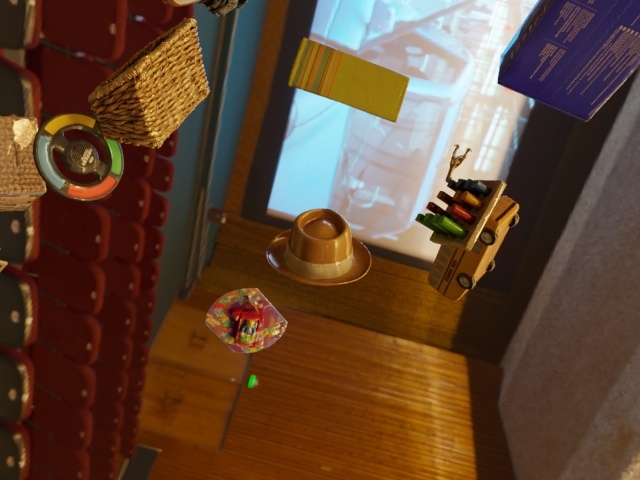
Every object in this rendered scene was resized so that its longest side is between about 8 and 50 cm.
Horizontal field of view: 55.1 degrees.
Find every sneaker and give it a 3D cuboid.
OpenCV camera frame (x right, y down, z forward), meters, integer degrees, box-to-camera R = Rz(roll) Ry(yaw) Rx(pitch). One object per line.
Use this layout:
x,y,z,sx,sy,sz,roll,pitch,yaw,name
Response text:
-0.239,-0.546,1.320,0.111,0.121,0.300,-22,-164,34,sneaker

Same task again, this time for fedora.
0.000,0.000,1.030,0.194,0.194,0.079,-73,171,-61,fedora

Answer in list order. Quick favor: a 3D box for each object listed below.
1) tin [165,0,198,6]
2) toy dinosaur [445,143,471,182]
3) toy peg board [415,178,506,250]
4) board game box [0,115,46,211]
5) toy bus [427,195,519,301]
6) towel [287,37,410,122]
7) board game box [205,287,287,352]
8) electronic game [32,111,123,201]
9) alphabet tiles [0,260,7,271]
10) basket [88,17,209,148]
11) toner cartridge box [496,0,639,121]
-0.083,-0.299,0.632,0.040,0.190,0.106,61,-4,-8,tin
0.396,-0.235,1.791,0.183,0.053,0.092,-53,170,-45,toy dinosaur
0.288,-0.074,1.316,0.160,0.079,0.161,-61,-162,-3,toy peg board
-0.966,-0.228,1.892,0.291,0.141,0.232,-15,-97,52,board game box
0.385,0.016,1.571,0.108,0.130,0.332,-36,152,-32,toy bus
0.058,-0.324,1.251,0.021,0.237,0.102,174,-66,-85,towel
-0.150,0.175,1.245,0.168,0.133,0.033,53,10,-31,board game box
-0.604,-0.211,1.546,0.048,0.229,0.229,-10,-124,44,electronic game
-0.855,0.077,1.405,0.237,0.009,0.198,-42,145,18,alphabet tiles
-0.442,-0.408,1.525,0.223,0.214,0.299,86,23,-45,basket
0.406,-0.333,0.851,0.348,0.165,0.075,119,-10,-54,toner cartridge box
